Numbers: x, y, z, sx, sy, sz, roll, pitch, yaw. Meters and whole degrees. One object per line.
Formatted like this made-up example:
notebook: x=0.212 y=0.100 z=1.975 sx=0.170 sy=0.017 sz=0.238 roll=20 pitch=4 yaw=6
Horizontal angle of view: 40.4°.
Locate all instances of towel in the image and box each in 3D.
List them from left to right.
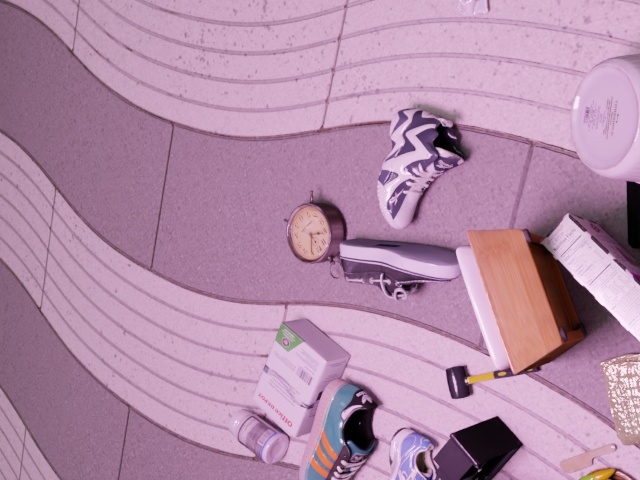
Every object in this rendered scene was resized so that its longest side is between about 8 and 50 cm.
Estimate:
towel: x=0.526 y=0.259 z=1.429 sx=0.110 sy=0.027 sz=0.148 roll=-19 pitch=79 yaw=40

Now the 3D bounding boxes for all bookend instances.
bookend: x=0.264 y=0.411 z=1.589 sx=0.072 sy=0.157 sz=0.156 roll=49 pitch=122 yaw=29

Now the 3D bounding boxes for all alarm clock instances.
alarm clock: x=0.000 y=0.000 z=1.861 sx=0.129 sy=0.064 sz=0.192 roll=-44 pitch=62 yaw=35

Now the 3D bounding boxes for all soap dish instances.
soap dish: x=0.337 y=0.093 z=1.431 sx=0.118 sy=0.291 sz=0.228 roll=-22 pitch=77 yaw=22

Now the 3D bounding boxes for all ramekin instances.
ramekin: x=0.477 y=-0.187 z=1.334 sx=0.207 sy=0.109 sz=0.207 roll=177 pitch=90 yaw=-70

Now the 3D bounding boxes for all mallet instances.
mallet: x=0.315 y=0.242 z=1.617 sx=0.190 sy=0.039 sz=0.062 roll=-28 pitch=72 yaw=35

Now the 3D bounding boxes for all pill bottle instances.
pill bottle: x=-0.145 y=0.450 z=2.013 sx=0.137 sy=0.078 sz=0.078 roll=27 pitch=111 yaw=38

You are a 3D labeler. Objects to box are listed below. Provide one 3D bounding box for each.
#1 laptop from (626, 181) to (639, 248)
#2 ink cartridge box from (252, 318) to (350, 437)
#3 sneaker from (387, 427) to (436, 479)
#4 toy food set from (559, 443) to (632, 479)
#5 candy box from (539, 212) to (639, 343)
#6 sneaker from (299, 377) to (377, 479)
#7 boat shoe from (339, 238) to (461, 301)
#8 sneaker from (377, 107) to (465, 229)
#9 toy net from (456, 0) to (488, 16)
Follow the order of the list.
laptop: x=0.613 y=-0.102 z=1.336 sx=0.265 sy=0.136 sz=0.234 roll=-2 pitch=93 yaw=17
ink cartridge box: x=-0.045 y=0.301 z=1.906 sx=0.153 sy=0.087 sz=0.208 roll=37 pitch=116 yaw=34
sneaker: x=0.180 y=0.482 z=1.721 sx=0.081 sy=0.080 sz=0.211 roll=5 pitch=98 yaw=45
toy food set: x=0.485 y=0.451 z=1.470 sx=0.132 sy=0.039 sz=0.192 roll=-38 pitch=68 yaw=37
candy box: x=0.472 y=0.065 z=1.371 sx=0.071 sy=0.159 sz=0.233 roll=-50 pitch=60 yaw=20
sneaker: x=0.042 y=0.450 z=1.825 sx=0.121 sy=0.108 sz=0.302 roll=22 pitch=106 yaw=44
boat shoe: x=0.151 y=0.064 z=1.699 sx=0.306 sy=0.113 sz=0.104 roll=7 pitch=104 yaw=44
sneaker: x=0.198 y=-0.130 z=1.651 sx=0.153 sy=0.094 sz=0.234 roll=14 pitch=92 yaw=49
toy net: x=0.315 y=-0.499 z=1.555 sx=0.232 sy=0.045 sz=0.122 roll=-37 pitch=69 yaw=37
